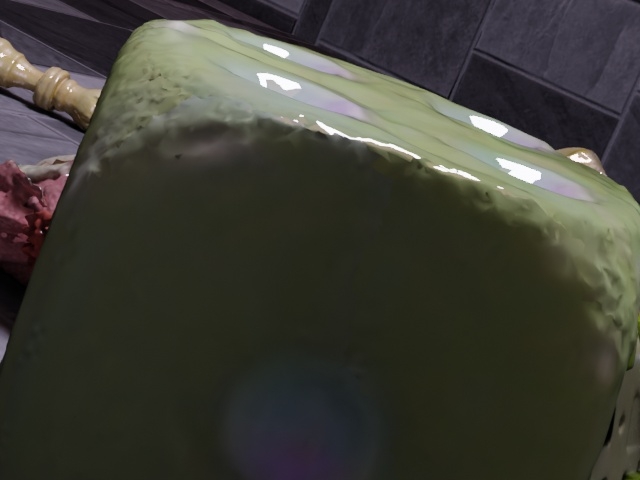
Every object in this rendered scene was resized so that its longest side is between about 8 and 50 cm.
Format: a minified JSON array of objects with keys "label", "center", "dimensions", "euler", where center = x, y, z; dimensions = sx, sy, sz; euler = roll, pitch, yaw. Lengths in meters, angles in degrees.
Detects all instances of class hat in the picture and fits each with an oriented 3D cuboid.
[{"label":"hat","center":[-0.167,-0.013,1.172],"dimensions":[0.236,0.107,0.286],"euler":[10,9,-13]}]

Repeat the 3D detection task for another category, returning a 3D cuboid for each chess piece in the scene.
[{"label":"chess piece","center":[-0.289,-0.162,1.797],"dimensions":[0.172,0.060,0.060],"euler":[27,11,7]}]

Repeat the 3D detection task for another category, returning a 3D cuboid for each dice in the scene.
[{"label":"dice","center":[-0.010,0.049,0.793],"dimensions":[0.252,0.254,0.250],"euler":[21,10,-4]}]

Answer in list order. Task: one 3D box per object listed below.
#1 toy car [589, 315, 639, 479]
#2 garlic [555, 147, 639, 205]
[{"label":"toy car","center":[0.123,0.108,1.162],"dimensions":[0.235,0.145,0.235],"euler":[9,2,0]},{"label":"garlic","center":[0.192,0.000,1.712],"dimensions":[0.281,0.185,0.203],"euler":[1,-13,-8]}]
